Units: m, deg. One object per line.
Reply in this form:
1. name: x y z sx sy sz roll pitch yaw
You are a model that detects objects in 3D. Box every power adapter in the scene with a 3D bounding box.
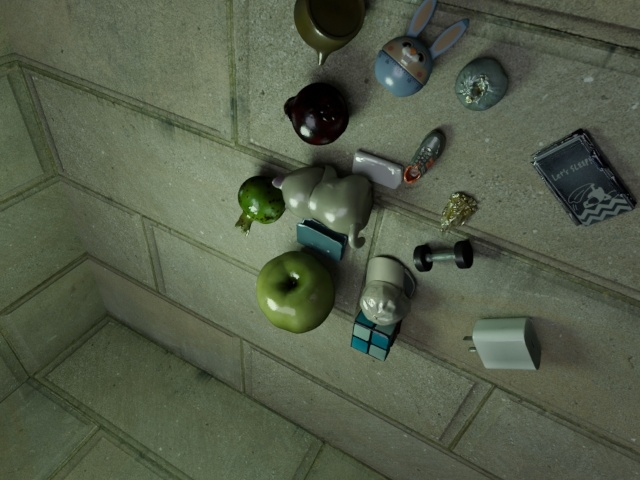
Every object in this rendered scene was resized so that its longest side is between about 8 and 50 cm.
1. power adapter: 0.667 0.388 1.636 0.255 0.124 0.187 -12 116 39

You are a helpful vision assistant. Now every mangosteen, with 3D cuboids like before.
1. mangosteen: -0.008 -0.407 1.420 0.209 0.210 0.210 18 132 21

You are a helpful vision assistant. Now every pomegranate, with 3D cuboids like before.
1. pomegranate: -0.253 -0.143 1.762 0.211 0.263 0.211 42 178 1

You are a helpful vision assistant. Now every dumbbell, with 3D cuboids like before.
1. dumbbell: 0.434 0.057 1.548 0.190 0.100 0.100 -8 119 38

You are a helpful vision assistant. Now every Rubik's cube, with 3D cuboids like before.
1. Rubik's cube: 0.244 0.377 1.878 0.167 0.180 0.184 20 135 21

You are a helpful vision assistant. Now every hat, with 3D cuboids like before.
1. hat: 0.250 0.202 1.737 0.231 0.161 0.276 2 93 30

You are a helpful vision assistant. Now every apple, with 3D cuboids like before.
1. apple: -0.102 0.229 1.884 0.356 0.357 0.358 18 132 21

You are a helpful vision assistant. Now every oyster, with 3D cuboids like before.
1. oyster: 0.453 -0.100 1.460 0.146 0.045 0.122 -14 101 40

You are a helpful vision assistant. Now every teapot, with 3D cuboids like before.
1. teapot: 0.009 -0.642 1.238 0.175 0.185 0.268 -169 77 -65

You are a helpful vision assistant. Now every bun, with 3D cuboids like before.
1. bun: 0.430 -0.415 1.182 0.140 0.083 0.141 18 134 19

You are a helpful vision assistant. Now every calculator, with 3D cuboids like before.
1. calculator: 0.729 -0.164 1.221 0.274 0.028 0.165 50 139 -8

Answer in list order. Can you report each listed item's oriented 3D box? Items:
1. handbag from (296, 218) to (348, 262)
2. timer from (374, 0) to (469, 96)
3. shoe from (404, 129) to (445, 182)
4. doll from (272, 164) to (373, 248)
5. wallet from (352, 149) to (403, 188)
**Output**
1. handbag: 0.000 0.000 1.835 0.221 0.057 0.144 26 139 14
2. timer: 0.253 -0.506 1.177 0.175 0.175 0.255 42 135 -2
3. shoe: 0.326 -0.257 1.384 0.074 0.077 0.195 35 137 6
4. doll: 0.033 -0.152 1.583 0.370 0.226 0.215 29 167 25
5. wallet: 0.198 -0.243 1.516 0.189 0.033 0.095 24 136 17
